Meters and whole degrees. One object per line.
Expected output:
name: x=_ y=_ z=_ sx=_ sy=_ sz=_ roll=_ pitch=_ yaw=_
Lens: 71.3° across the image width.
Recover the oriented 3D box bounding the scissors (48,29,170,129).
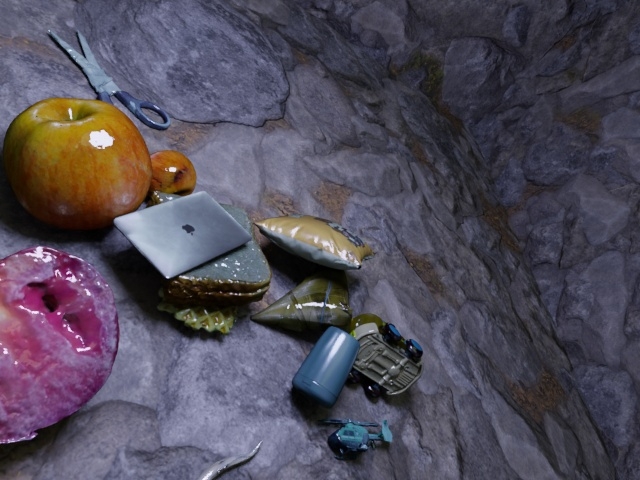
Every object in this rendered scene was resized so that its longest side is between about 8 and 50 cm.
scissors: x=-0.618 y=-0.453 z=1.266 sx=0.383 sy=0.029 sz=0.256 roll=53 pitch=37 yaw=6

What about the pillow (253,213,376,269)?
pillow: x=0.000 y=0.000 z=1.300 sx=0.312 sy=0.119 sz=0.310 roll=21 pitch=11 yaw=12

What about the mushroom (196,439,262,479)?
mushroom: x=-0.215 y=0.495 z=0.870 sx=0.068 sy=0.043 sz=0.306 roll=61 pitch=34 yaw=-15

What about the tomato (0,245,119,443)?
tomato: x=-0.522 y=0.173 z=0.732 sx=0.335 sy=0.176 sz=0.290 roll=-31 pitch=103 yaw=-48

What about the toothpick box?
toothpick box: x=0.020 y=0.315 z=1.130 sx=0.120 sy=0.120 sz=0.184 roll=38 pitch=67 yaw=-15

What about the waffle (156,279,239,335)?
waffle: x=-0.285 y=0.128 z=1.087 sx=0.207 sy=0.054 sz=0.214 roll=27 pitch=37 yaw=-22

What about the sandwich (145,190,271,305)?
sandwich: x=-0.267 y=0.022 z=1.092 sx=0.271 sy=0.099 sz=0.301 roll=4 pitch=43 yaw=-36

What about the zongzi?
zongzi: x=-0.054 y=0.151 z=1.273 sx=0.274 sy=0.125 sz=0.251 roll=3 pitch=32 yaw=-5

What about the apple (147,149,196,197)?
apple: x=-0.391 y=-0.162 z=1.153 sx=0.146 sy=0.146 sz=0.146 roll=26 pitch=44 yaw=-28

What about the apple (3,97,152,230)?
apple: x=-0.502 y=-0.172 z=0.952 sx=0.301 sy=0.301 sz=0.302 roll=26 pitch=44 yaw=-28

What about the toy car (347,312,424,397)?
toy car: x=0.165 y=0.310 z=1.308 sx=0.248 sy=0.204 sz=0.198 roll=36 pitch=16 yaw=-19

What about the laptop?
laptop: x=-0.302 y=-0.022 z=1.017 sx=0.187 sy=0.015 sz=0.269 roll=42 pitch=36 yaw=13

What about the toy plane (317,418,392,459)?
toy plane: x=0.099 y=0.508 z=1.155 sx=0.235 sy=0.060 sz=0.096 roll=17 pitch=35 yaw=-29
